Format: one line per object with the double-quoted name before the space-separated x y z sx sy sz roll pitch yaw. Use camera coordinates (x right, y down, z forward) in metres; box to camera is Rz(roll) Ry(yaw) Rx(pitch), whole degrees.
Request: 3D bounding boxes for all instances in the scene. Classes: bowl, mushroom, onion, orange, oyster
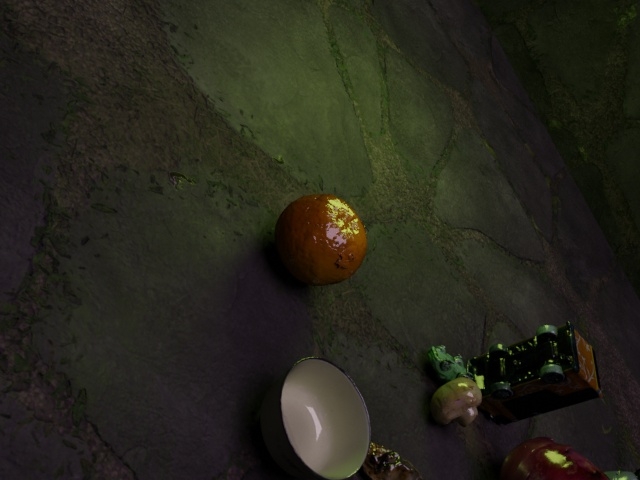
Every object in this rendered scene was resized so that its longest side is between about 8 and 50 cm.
"bowl" -0.027 0.357 1.347 0.238 0.126 0.237 30 45 -35
"mushroom" 0.344 0.409 1.744 0.112 0.148 0.148 51 33 17
"onion" 0.586 0.664 1.714 0.345 0.358 0.358 -19 76 -11
"orange" 0.000 -0.001 1.584 0.219 0.193 0.219 30 24 -15
"oyster" 0.176 0.546 1.506 0.345 0.079 0.128 55 44 -10

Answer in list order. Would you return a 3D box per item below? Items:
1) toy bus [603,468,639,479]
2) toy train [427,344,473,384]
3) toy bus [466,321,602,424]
"toy bus" 0.936 0.829 2.098 0.288 0.194 0.232 41 47 -23
"toy train" 0.340 0.345 1.832 0.149 0.081 0.099 32 16 -17
"toy bus" 0.575 0.368 1.883 0.194 0.323 0.161 39 40 -28
